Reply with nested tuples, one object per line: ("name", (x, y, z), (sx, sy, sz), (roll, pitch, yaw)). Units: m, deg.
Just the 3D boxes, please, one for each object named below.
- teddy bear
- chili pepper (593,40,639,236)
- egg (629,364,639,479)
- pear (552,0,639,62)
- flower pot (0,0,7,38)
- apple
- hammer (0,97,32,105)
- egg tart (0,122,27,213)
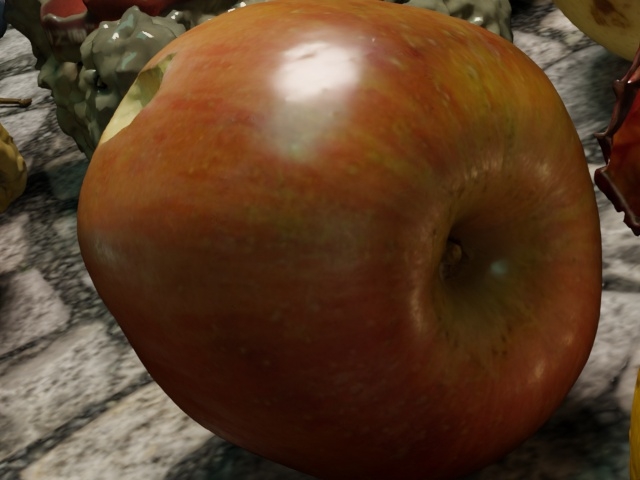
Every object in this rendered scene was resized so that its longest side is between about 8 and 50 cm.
("teddy bear", (-0.033, -0.169, 1.232), (0.368, 0.224, 0.357), (-23, 39, -13))
("chili pepper", (0.266, -0.065, 0.829), (0.253, 0.144, 0.136), (-4, 21, -40))
("egg", (0.259, 0.035, 0.620), (0.337, 0.201, 0.337), (-15, 28, 8))
("pear", (0.256, -0.260, 1.084), (0.309, 0.309, 0.309), (-16, 25, 8))
("flower pot", (-0.397, -0.212, 1.240), (0.243, 0.265, 0.265), (-27, 25, 5))
("apple", (0.000, 0.000, 0.812), (0.241, 0.242, 0.242), (3, 32, 48))
("hammer", (-0.311, -0.129, 1.561), (0.123, 0.014, 0.029), (4, 42, 38))
("egg tart", (-0.386, -0.058, 1.104), (0.388, 0.169, 0.388), (-9, -18, -3))
